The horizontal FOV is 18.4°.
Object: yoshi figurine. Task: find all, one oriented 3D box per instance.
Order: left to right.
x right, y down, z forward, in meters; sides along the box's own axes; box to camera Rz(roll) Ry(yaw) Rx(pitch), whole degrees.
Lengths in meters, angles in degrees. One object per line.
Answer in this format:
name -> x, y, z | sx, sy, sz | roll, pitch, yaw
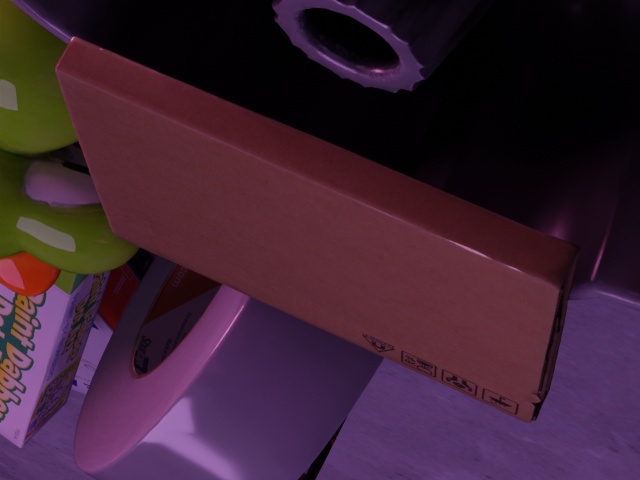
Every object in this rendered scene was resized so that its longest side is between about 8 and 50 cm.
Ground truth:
yoshi figurine -> -0.241, -0.103, 0.959 | 0.362, 0.203, 0.203 | 18, 150, -10

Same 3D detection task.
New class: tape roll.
tape roll -> -0.034, 0.036, 0.983 | 0.072, 0.219, 0.219 | 34, 160, -16

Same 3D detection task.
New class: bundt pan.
bundt pan -> 0.035, -0.112, 0.652 | 0.331, 0.124, 0.331 | 24, 160, 9

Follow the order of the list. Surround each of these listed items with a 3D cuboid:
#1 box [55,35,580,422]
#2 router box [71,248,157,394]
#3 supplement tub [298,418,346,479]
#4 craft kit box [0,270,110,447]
box -> 0.000, 0.000, 0.769 | 0.201, 0.021, 0.164 | 24, 161, 11
router box -> -0.244, -0.003, 1.381 | 0.335, 0.082, 0.301 | 18, 159, 26
supplement tub -> -0.049, 0.114, 1.249 | 0.117, 0.190, 0.117 | 25, 162, 9
craft kit box -> -0.236, -0.026, 1.162 | 0.246, 0.061, 0.250 | 32, 139, 7
